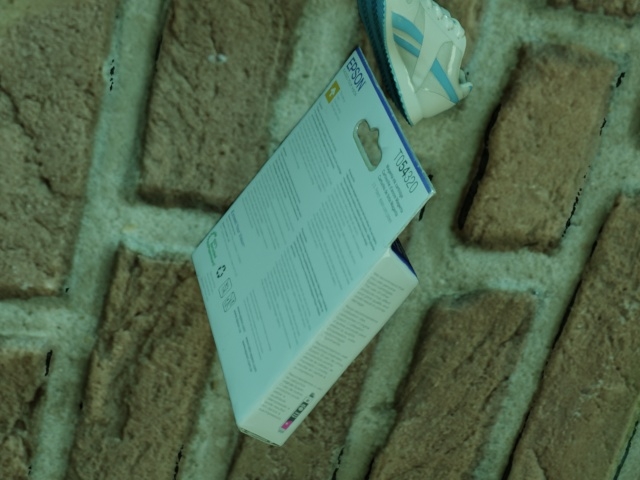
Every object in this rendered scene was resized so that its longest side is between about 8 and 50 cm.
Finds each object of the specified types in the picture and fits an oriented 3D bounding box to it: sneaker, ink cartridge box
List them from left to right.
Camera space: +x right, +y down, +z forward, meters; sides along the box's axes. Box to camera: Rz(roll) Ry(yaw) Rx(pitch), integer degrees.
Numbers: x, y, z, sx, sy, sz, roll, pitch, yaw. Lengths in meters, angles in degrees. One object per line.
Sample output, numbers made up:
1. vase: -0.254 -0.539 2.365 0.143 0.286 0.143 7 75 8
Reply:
1. ink cartridge box: 0.000 0.000 1.736 0.071 0.324 0.330 30 112 -29
2. sneaker: 0.101 -0.236 1.761 0.092 0.087 0.228 -25 131 -5
